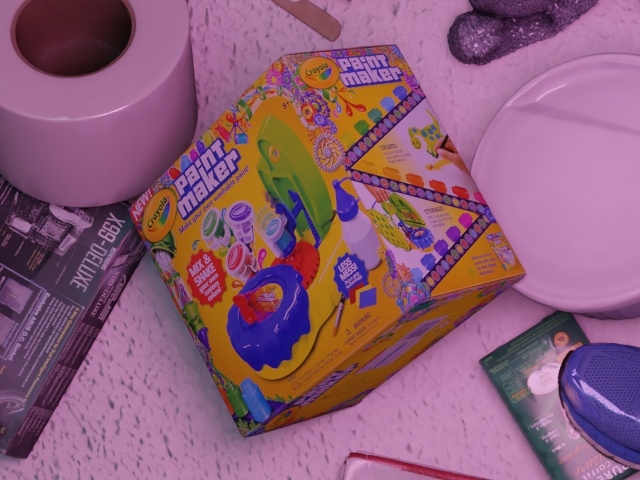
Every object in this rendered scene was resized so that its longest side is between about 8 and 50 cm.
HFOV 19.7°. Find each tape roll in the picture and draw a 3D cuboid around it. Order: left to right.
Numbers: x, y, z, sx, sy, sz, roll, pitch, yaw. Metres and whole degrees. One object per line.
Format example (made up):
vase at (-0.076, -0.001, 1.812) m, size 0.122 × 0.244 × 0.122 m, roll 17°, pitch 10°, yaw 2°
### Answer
tape roll at (-0.256, -0.180, 1.979) m, size 0.246 × 0.169 × 0.246 m, roll 0°, pitch 59°, yaw 1°

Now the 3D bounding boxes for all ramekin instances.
ramekin at (0.295, -0.044, 1.869) m, size 0.273 × 0.127 × 0.272 m, roll -9°, pitch 68°, yaw 22°

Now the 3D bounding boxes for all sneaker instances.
sneaker at (0.394, 0.171, 1.800) m, size 0.330 × 0.147 × 0.129 m, roll 20°, pitch 65°, yaw 8°

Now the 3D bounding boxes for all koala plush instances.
koala plush at (0.203, -0.313, 1.914) m, size 0.203 × 0.221 × 0.196 m, roll -15°, pitch 76°, yaw 9°

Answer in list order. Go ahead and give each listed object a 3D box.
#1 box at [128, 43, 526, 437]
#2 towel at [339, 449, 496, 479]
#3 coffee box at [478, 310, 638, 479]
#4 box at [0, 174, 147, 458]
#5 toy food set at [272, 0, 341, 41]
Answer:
box at (0.000, 0.000, 1.861) m, size 0.290 × 0.177 × 0.279 m, roll -42°, pitch 69°, yaw 40°
towel at (0.103, 0.399, 1.902) m, size 0.237 × 0.037 × 0.329 m, roll 11°, pitch 82°, yaw 13°
coffee box at (0.257, 0.174, 1.905) m, size 0.113 × 0.040 × 0.184 m, roll -33°, pitch 74°, yaw 3°
box at (-0.358, 0.050, 2.048) m, size 0.242 × 0.076 × 0.307 m, roll 28°, pitch 87°, yaw 16°
toy food set at (0.020, -0.332, 2.053) m, size 0.132 × 0.038 × 0.192 m, roll 34°, pitch 88°, yaw 16°
